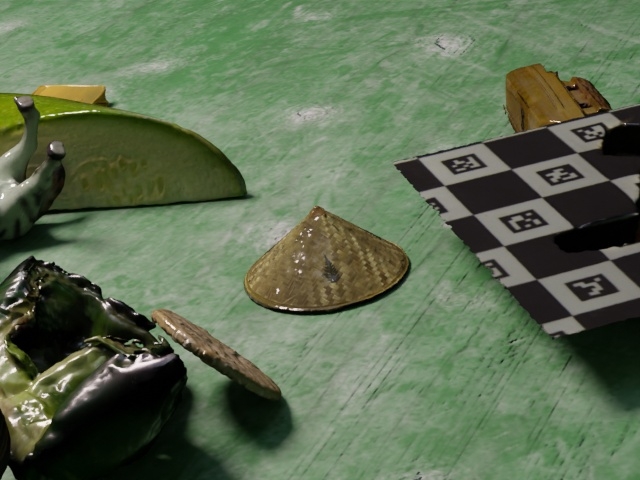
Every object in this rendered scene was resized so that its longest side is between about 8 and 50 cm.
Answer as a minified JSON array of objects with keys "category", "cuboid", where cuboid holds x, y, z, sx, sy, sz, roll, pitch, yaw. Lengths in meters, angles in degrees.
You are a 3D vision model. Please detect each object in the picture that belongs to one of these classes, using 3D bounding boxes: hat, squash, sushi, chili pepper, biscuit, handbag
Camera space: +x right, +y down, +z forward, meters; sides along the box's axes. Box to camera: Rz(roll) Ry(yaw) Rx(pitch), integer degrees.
[{"category":"hat","cuboid":[0.000,0.000,1.606,0.146,0.067,0.146,-8,25,4]},{"category":"squash","cuboid":[-0.245,-0.078,1.811,0.288,0.111,0.203,17,37,41]},{"category":"sushi","cuboid":[0.283,-0.014,1.542,0.359,0.064,0.343,-14,28,-14]},{"category":"chili pepper","cuboid":[-0.183,0.106,1.414,0.148,0.116,0.264,-38,33,-7]},{"category":"biscuit","cuboid":[-0.079,0.086,1.422,0.015,0.120,0.120,-56,34,0]},{"category":"handbag","cuboid":[-0.281,-0.151,2.068,0.083,0.027,0.061,1,26,18]}]

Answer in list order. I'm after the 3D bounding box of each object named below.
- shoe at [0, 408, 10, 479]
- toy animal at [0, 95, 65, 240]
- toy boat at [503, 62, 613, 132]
[{"category":"shoe","cuboid":[-0.404,0.139,1.216,0.384,0.237,0.171,-29,33,-15]},{"category":"toy animal","cuboid":[-0.355,-0.053,1.721,0.255,0.170,0.090,-12,51,-18]},{"category":"toy boat","cuboid":[0.232,-0.120,1.790,0.088,0.068,0.226,-5,22,-4]}]
